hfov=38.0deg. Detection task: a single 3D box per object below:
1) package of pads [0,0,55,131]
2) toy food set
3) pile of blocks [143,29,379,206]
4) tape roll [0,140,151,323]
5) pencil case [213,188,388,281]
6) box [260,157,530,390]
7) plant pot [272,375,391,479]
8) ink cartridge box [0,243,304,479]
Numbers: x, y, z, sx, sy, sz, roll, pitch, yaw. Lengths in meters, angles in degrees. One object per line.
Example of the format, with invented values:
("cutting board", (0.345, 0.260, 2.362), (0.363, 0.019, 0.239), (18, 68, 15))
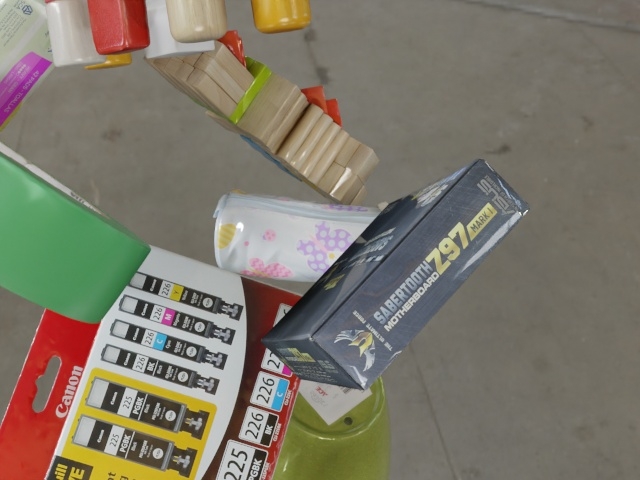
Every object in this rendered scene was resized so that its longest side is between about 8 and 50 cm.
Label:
("package of pads", (-0.382, -0.233, 1.058), (0.229, 0.101, 0.296), (-45, 37, 17))
("toy food set", (-0.123, -0.189, 0.674), (0.232, 0.104, 0.111), (0, 11, 44))
("pile of blocks", (-0.057, -0.174, 1.231), (0.112, 0.362, 0.149), (-56, 34, -4))
("tape roll", (-0.287, -0.054, 0.733), (0.321, 0.321, 0.077), (30, 83, 37))
("pencil case", (0.000, 0.000, 1.201), (0.273, 0.124, 0.113), (6, 62, 14))
("box", (0.048, 0.033, 0.752), (0.059, 0.233, 0.183), (44, 77, -4))
("plant pot", (-0.019, 0.256, 1.198), (0.275, 0.293, 0.274), (7, 51, -8))
("ink cartridge box", (-0.175, 0.172, 0.923), (0.272, 0.130, 0.309), (18, 75, -6))
